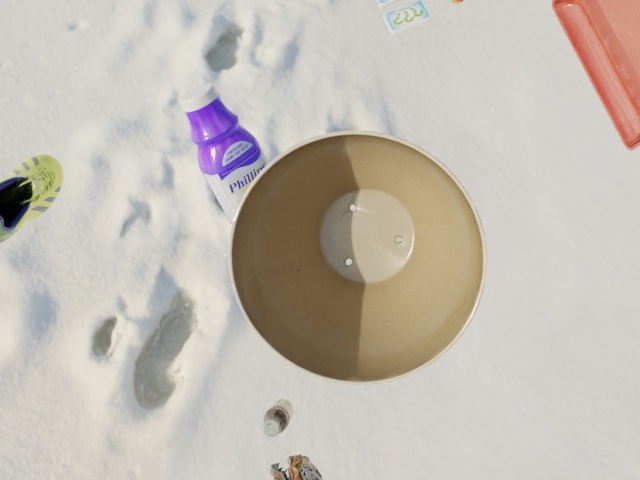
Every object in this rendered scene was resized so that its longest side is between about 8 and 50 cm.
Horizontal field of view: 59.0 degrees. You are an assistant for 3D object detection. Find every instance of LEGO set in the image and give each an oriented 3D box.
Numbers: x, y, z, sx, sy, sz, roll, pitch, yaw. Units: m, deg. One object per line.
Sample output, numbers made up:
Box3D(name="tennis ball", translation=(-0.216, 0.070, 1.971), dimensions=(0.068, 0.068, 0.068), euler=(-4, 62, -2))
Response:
Box3D(name="LEGO set", translation=(0.212, -0.490, 1.014), dimensions=(0.244, 0.060, 0.183), euler=(-19, 65, 4))

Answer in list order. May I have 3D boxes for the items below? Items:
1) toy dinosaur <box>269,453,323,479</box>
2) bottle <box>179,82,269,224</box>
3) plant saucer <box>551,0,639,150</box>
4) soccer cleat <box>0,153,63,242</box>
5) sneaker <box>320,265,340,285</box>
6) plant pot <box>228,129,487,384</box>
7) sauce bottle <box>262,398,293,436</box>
Box3D(name="toy dinosaur", translation=(-0.064, 0.417, 0.646), dimensions=(0.218, 0.164, 0.322), euler=(-18, 24, 19))
Box3D(name="bottle", translation=(-0.162, -0.147, 1.042), dimensions=(0.118, 0.283, 0.092), euler=(-39, 35, -22))
Box3D(name="plant saucer", translation=(0.407, -0.273, 0.711), dimensions=(0.047, 0.258, 0.259), euler=(-22, 79, 0))
Box3D(name="soccer cleat", translation=(-0.518, -0.082, 0.992), dimensions=(0.093, 0.121, 0.289), euler=(52, 23, -21))
Box3D(name="sneaker", translation=(0.000, 0.000, 0.894), dimensions=(0.098, 0.083, 0.224), euler=(-26, 47, -13))
Box3D(name="plant pot", translation=(0.051, 0.008, 0.707), dimensions=(0.284, 0.284, 0.191), euler=(27, 13, 4))
Box3D(name="sauce bottle", translation=(-0.068, 0.280, 0.893), dimensions=(0.042, 0.128, 0.042), euler=(0, 83, 4))
